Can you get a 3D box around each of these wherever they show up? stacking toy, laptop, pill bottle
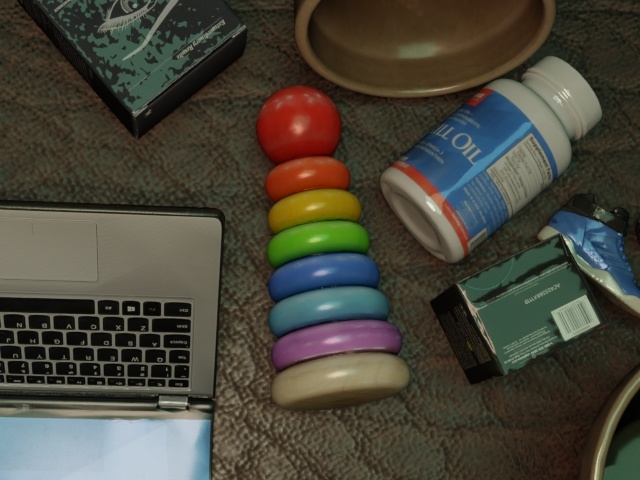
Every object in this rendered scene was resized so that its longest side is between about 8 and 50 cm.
[{"bbox_3d":[0.000,0.000,1.446,0.141,0.141,0.330,-6,75,-6],"label":"stacking toy"},{"bbox_3d":[-0.288,0.186,1.327,0.381,0.408,0.236,2,43,-6],"label":"laptop"},{"bbox_3d":[0.180,-0.089,1.470,0.221,0.124,0.124,-40,86,-11],"label":"pill bottle"}]

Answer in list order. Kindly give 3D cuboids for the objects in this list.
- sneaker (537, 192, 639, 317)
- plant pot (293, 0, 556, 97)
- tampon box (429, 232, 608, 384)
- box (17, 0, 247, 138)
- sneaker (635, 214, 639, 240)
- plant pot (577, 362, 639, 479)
[{"bbox_3d":[0.313,0.012,1.499,0.152,0.058,0.084,39,88,8],"label":"sneaker"},{"bbox_3d":[0.094,-0.307,1.456,0.263,0.263,0.229,-3,63,-6],"label":"plant pot"},{"bbox_3d":[0.195,0.072,1.425,0.120,0.161,0.101,-26,84,-8],"label":"tampon box"},{"bbox_3d":[-0.198,-0.235,1.465,0.153,0.108,0.207,-39,87,-10],"label":"box"},{"bbox_3d":[0.452,-0.046,1.491,0.132,0.086,0.228,43,105,-9],"label":"sneaker"},{"bbox_3d":[0.375,0.249,1.353,0.323,0.280,0.323,1,80,-6],"label":"plant pot"}]
